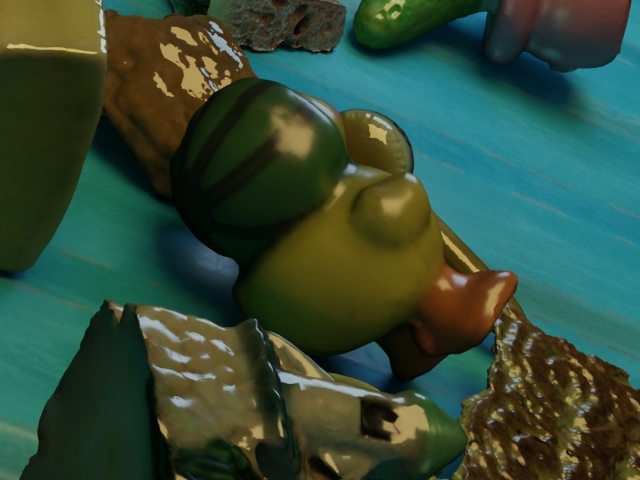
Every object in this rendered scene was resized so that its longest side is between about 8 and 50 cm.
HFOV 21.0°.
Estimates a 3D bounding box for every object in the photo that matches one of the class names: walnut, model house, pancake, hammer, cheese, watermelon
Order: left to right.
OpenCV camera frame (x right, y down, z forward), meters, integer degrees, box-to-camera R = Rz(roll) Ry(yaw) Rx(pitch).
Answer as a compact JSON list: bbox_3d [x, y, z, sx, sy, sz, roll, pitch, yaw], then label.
[{"bbox_3d":[-0.272,-0.144,1.536,0.124,0.242,0.265,8,38,-18],"label":"cheese"},{"bbox_3d":[-0.139,-0.145,1.756,0.238,0.141,0.204,15,40,-20],"label":"walnut"},{"bbox_3d":[-0.055,0.215,1.169,0.284,0.298,0.243,11,37,-30],"label":"model house"},{"bbox_3d":[-0.072,-0.286,2.072,0.241,0.094,0.154,9,28,-34],"label":"watermelon"},{"bbox_3d":[0.108,-0.009,1.792,0.305,0.113,0.202,48,9,2],"label":"hammer"},{"bbox_3d":[0.226,0.231,1.581,0.305,0.067,0.426,39,35,-4],"label":"pancake"}]

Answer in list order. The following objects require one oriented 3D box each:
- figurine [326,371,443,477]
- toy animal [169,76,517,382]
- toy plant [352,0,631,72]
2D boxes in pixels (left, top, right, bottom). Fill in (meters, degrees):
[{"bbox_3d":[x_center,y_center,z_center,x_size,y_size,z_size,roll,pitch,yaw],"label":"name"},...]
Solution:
[{"bbox_3d":[0.024,0.166,1.539,0.187,0.083,0.083,18,32,1],"label":"figurine"},{"bbox_3d":[-0.003,0.001,1.607,0.338,0.216,0.191,45,65,2],"label":"toy animal"},{"bbox_3d":[0.231,-0.331,2.271,0.356,0.210,0.317,14,35,-5],"label":"toy plant"}]
